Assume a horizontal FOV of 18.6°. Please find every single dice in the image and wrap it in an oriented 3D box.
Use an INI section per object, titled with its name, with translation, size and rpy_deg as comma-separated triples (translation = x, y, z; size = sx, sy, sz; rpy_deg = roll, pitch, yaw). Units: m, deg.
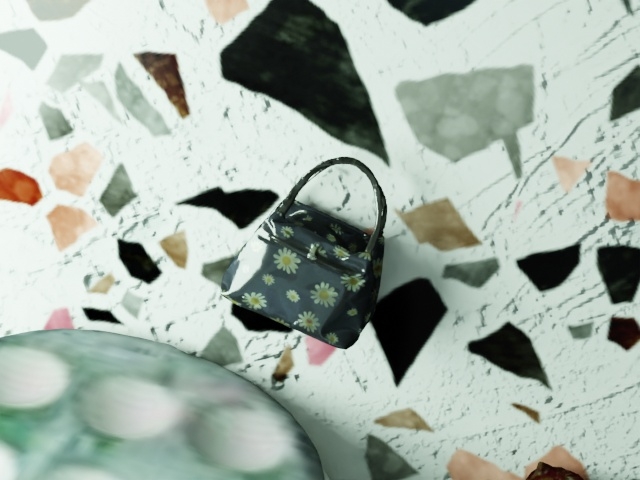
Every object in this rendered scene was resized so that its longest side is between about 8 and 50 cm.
[dice]
translation = -0.186, 0.292, 1.499
size = 0.328, 0.330, 0.348
rpy_deg = 17, 116, 5

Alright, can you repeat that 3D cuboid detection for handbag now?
[handbag]
translation = 0.000, 0.000, 1.458
size = 0.115, 0.072, 0.139
rpy_deg = 24, 115, 6

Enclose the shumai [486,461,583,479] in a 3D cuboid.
[shumai]
translation = 0.164, 0.299, 1.493
size = 0.255, 0.189, 0.218
rpy_deg = -1, 116, 9
